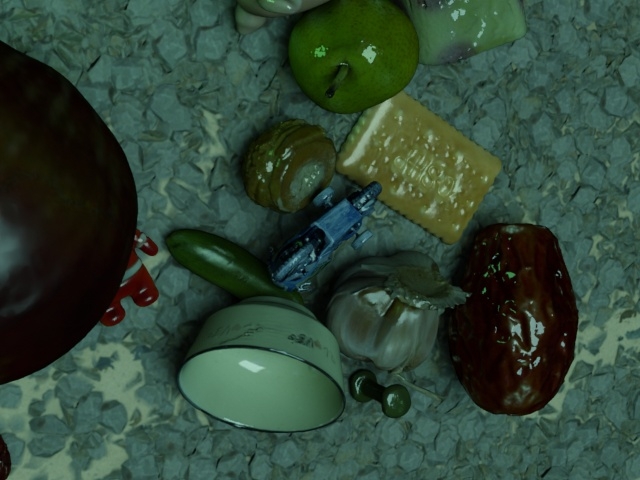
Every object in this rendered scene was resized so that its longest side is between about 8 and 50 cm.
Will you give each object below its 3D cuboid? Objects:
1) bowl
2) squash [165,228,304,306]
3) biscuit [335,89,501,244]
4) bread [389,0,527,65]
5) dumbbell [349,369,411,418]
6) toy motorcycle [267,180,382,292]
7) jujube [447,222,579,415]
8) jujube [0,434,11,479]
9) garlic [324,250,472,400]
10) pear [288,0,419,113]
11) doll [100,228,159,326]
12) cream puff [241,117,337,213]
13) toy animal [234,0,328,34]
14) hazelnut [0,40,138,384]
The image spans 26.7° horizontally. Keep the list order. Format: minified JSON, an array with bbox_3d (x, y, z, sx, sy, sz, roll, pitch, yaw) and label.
[{"bbox_3d":[-0.072,0.162,1.877,0.238,0.238,0.126,32,51,-27],"label":"bowl"},{"bbox_3d":[-0.107,0.053,1.905,0.258,0.069,0.069,34,86,-27],"label":"squash"},{"bbox_3d":[0.149,-0.112,2.005,0.249,0.030,0.160,33,87,-27],"label":"biscuit"},{"bbox_3d":[0.170,-0.427,1.874,0.187,0.155,0.338,-22,112,-22],"label":"bread"},{"bbox_3d":[0.088,0.228,2.004,0.046,0.118,0.052,-19,107,-24],"label":"dumbbell"},{"bbox_3d":[0.000,0.000,1.878,0.092,0.135,0.254,47,47,3],"label":"toy motorcycle"},{"bbox_3d":[0.290,0.118,2.038,0.197,0.197,0.290,4,87,-25],"label":"jujube"},{"bbox_3d":[-0.459,0.275,1.789,0.077,0.077,0.129,-38,120,-13],"label":"jujube"},{"bbox_3d":[0.139,0.125,1.946,0.207,0.207,0.257,-42,98,-11],"label":"garlic"},{"bbox_3d":[0.042,-0.250,1.824,0.180,0.216,0.166,-11,112,14],"label":"pear"},{"bbox_3d":[-0.303,-0.005,1.799,0.142,0.076,0.245,-29,116,-15],"label":"doll"},{"bbox_3d":[-0.050,-0.104,1.871,0.144,0.103,0.126,-45,141,-24],"label":"cream puff"},{"bbox_3d":[-0.025,-0.418,1.770,0.256,0.195,0.213,-32,99,-12],"label":"toy animal"},{"bbox_3d":[-0.434,-0.036,1.580,0.429,0.402,0.402,36,85,-16],"label":"hazelnut"}]
